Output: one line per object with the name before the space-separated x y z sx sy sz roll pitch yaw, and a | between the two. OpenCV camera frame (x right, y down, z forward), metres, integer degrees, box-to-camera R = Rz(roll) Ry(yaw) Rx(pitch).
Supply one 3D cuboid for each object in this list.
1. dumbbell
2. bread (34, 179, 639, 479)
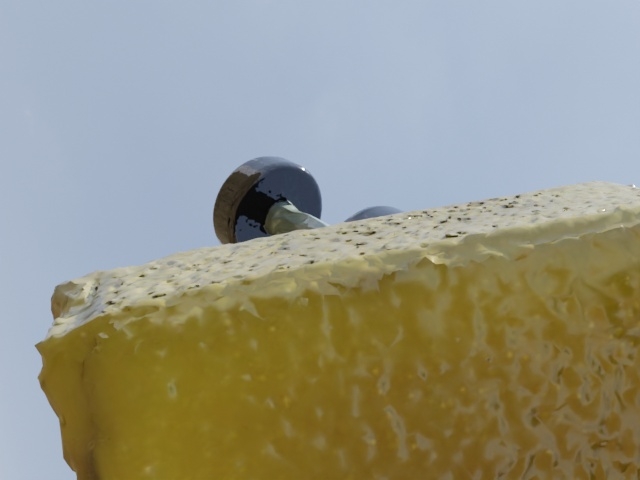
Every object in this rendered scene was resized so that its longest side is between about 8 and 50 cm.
dumbbell | 0.000 0.000 0.649 0.191 0.100 0.100 30 -50 47
bread | 0.058 0.148 0.397 0.143 0.333 0.324 -175 -104 -78
